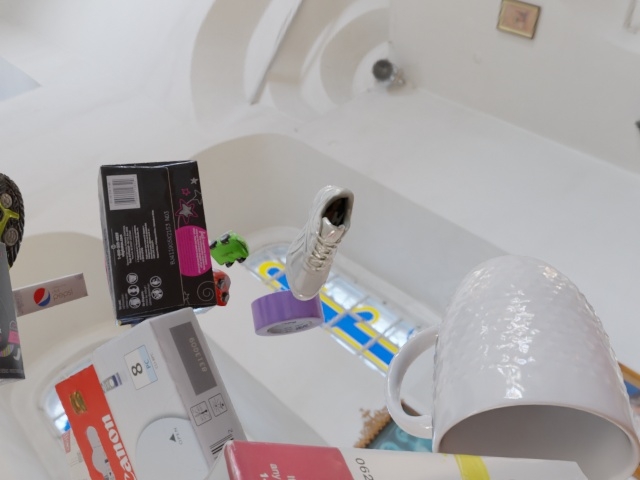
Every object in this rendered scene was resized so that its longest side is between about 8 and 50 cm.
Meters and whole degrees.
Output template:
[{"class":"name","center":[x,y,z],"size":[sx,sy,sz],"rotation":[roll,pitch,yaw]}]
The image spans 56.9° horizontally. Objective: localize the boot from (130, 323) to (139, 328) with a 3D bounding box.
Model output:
[{"class":"boot","center":[-0.314,0.281,1.296],"size":[0.118,0.338,0.222],"rotation":[-30,3,-15]}]

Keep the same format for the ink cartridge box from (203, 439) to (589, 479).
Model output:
[{"class":"ink cartridge box","center":[0.106,0.304,0.408],"size":[0.384,0.279,0.161],"rotation":[15,-65,-31]}]

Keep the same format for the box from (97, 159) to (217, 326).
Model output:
[{"class":"box","center":[-0.278,0.008,0.992],"size":[0.163,0.248,0.142],"rotation":[-6,-11,-20]}]

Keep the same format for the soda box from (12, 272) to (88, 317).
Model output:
[{"class":"soda box","center":[-0.718,0.141,1.535],"size":[0.216,0.073,0.069],"rotation":[-18,-83,-61]}]

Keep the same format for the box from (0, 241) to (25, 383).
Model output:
[{"class":"box","center":[-0.639,0.128,1.032],"size":[0.143,0.271,0.165],"rotation":[-15,-12,-4]}]

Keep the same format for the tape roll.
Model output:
[{"class":"tape roll","center":[-0.087,0.194,1.576],"size":[0.188,0.080,0.189],"rotation":[-10,-18,-3]}]

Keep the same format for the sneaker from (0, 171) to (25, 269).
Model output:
[{"class":"sneaker","center":[-0.744,0.038,1.252],"size":[0.145,0.147,0.385],"rotation":[13,-91,-74]}]

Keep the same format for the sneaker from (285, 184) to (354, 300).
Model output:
[{"class":"sneaker","center":[0.000,0.000,1.097],"size":[0.090,0.115,0.232],"rotation":[19,-96,-11]}]

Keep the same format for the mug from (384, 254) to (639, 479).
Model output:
[{"class":"mug","center":[0.275,0.207,0.955],"size":[0.276,0.373,0.328],"rotation":[53,-149,-31]}]

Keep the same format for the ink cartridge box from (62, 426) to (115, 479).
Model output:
[{"class":"ink cartridge box","center":[-0.438,0.474,1.191],"size":[0.092,0.218,0.158],"rotation":[-5,-20,-39]}]

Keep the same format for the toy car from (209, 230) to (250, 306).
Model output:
[{"class":"toy car","center":[-0.215,0.026,1.201],"size":[0.239,0.224,0.053],"rotation":[51,-134,-22]}]

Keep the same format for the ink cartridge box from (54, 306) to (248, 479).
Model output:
[{"class":"ink cartridge box","center":[-0.276,0.310,0.874],"size":[0.384,0.308,0.091],"rotation":[-29,-8,31]}]
